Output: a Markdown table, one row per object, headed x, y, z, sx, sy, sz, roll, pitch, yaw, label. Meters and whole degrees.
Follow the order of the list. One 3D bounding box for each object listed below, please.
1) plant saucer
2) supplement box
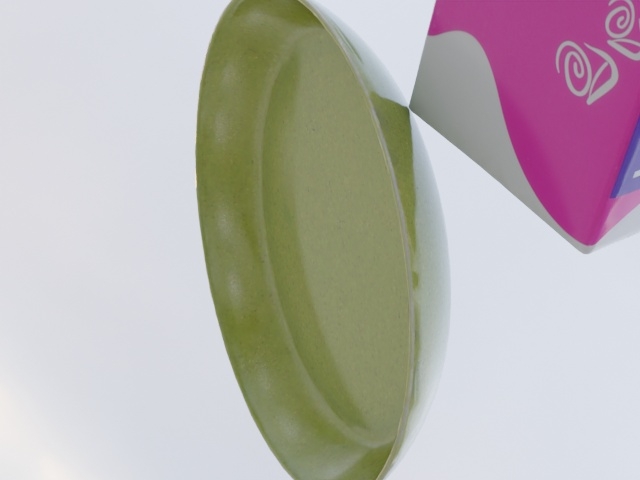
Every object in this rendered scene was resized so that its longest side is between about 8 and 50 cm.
| x | y | z | sx | sy | sz | roll | pitch | yaw | label |
| --- | --- | --- | --- | --- | --- | --- | --- | --- | --- |
| 0.000 | 0.000 | 0.670 | 0.241 | 0.037 | 0.241 | 170 | -90 | -66 | plant saucer |
| 0.160 | -0.095 | 0.593 | 0.114 | 0.220 | 0.111 | 46 | -40 | 34 | supplement box |
